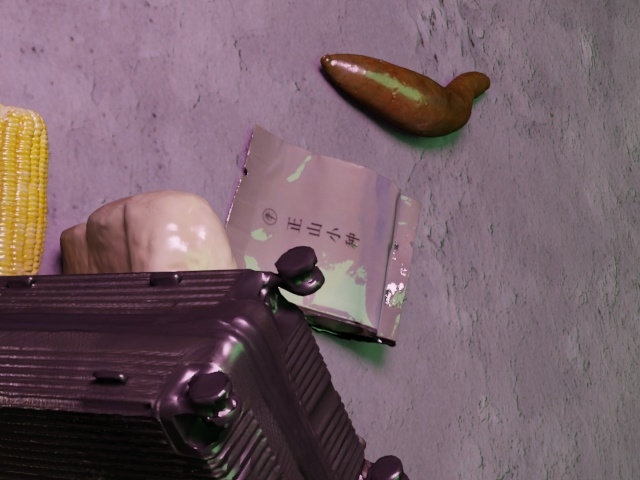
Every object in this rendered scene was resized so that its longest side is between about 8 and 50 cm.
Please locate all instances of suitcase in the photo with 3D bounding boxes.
[{"bbox_3d":[-0.137,0.140,0.728,0.152,0.335,0.229,-56,134,-45],"label":"suitcase"}]

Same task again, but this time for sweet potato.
[{"bbox_3d":[0.142,-0.192,1.345,0.346,0.079,0.108,-3,72,-47],"label":"sweet potato"}]

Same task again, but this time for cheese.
[{"bbox_3d":[-0.155,0.045,0.880,0.093,0.263,0.159,-9,86,-32],"label":"cheese"}]

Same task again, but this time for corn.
[{"bbox_3d":[-0.287,-0.040,0.912,0.085,0.063,0.165,11,75,-67],"label":"corn"}]

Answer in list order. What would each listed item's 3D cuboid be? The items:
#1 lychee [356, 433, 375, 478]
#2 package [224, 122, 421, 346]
[{"bbox_3d":[-0.044,0.294,0.913,0.300,0.300,0.299,10,75,-42],"label":"lychee"},{"bbox_3d":[0.000,0.000,1.189,0.251,0.062,0.203,23,66,-25],"label":"package"}]
